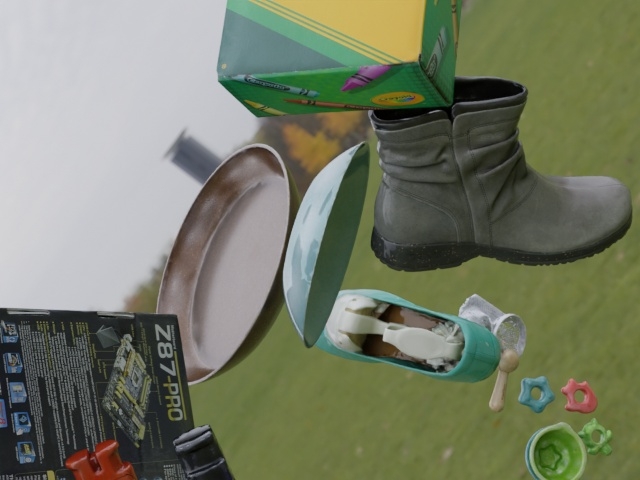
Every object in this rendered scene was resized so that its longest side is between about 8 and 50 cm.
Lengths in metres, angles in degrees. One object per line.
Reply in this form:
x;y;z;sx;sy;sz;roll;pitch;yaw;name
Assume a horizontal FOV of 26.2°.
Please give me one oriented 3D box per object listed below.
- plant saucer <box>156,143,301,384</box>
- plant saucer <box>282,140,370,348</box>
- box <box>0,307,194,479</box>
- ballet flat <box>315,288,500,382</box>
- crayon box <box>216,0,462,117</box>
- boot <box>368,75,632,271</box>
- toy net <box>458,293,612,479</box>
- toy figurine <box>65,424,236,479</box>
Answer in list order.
-0.107;0.033;1.689;0.310;0.050;0.310;-40;39;43;plant saucer
0.000;0.000;1.242;0.195;0.038;0.194;15;-90;-81;plant saucer
-0.244;0.264;1.336;0.097;0.394;0.318;-19;-14;37;box
0.074;0.096;1.496;0.087;0.247;0.083;25;-102;-58;ballet flat
0.026;-0.238;1.072;0.081;0.165;0.278;41;-128;-60;crayon box
0.159;-0.061;1.147;0.083;0.247;0.161;-113;20;-49;boot
0.240;0.156;1.537;0.122;0.232;0.045;-27;-4;-17;toy net
-0.166;0.263;1.147;0.210;0.148;0.213;-15;9;36;toy figurine
